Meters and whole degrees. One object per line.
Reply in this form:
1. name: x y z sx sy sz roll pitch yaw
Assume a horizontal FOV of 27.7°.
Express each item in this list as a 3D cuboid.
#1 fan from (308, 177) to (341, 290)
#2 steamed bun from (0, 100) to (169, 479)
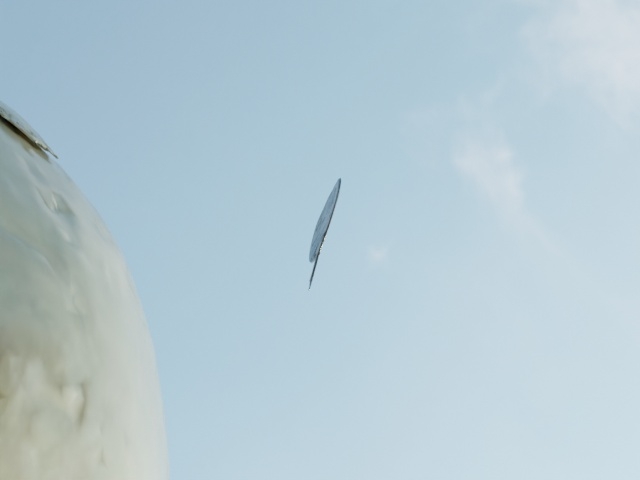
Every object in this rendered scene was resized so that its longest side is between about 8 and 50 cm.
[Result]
1. fan: 0.003 -0.009 0.820 0.003 0.080 0.060 18 -70 -7
2. steamed bun: -0.195 0.034 0.394 0.312 0.334 0.232 8 -98 22
